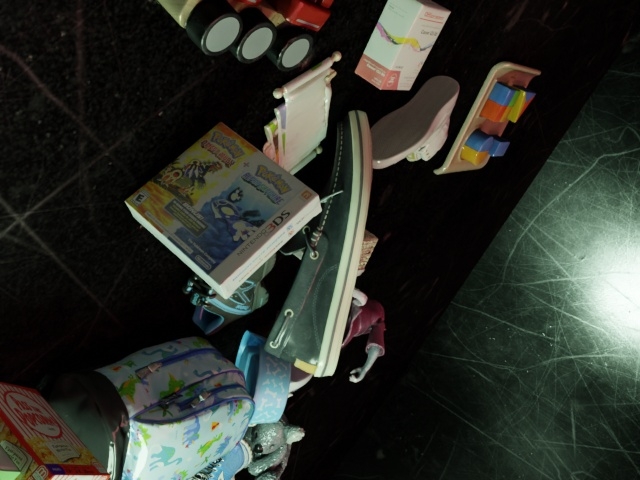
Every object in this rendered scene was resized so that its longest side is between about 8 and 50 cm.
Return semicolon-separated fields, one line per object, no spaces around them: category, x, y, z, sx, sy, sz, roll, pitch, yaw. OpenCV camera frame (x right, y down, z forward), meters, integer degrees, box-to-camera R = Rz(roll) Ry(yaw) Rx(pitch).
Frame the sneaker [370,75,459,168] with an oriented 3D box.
sneaker;0.196;-0.210;1.458;0.292;0.108;0.169;-42;153;-25

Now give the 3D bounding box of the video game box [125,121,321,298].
video game box;-0.135;-0.049;0.937;0.187;0.205;0.048;-43;155;-20

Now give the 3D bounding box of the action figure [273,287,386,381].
action figure;0.058;0.180;1.667;0.370;0.248;0.275;0;119;-54

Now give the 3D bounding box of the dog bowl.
dog bowl;-0.128;0.292;1.432;0.297;0.074;0.165;-168;-89;-77

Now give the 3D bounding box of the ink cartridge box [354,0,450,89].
ink cartridge box;0.153;-0.367;1.182;0.115;0.067;0.198;-18;140;-53

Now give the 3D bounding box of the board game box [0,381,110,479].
board game box;-0.403;0.278;0.943;0.045;0.193;0.147;-49;159;-7

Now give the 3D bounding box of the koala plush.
koala plush;-0.150;0.554;1.899;0.203;0.196;0.221;-43;159;-50

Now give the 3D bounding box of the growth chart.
growth chart;-0.039;-0.191;1.146;0.172;0.021;0.237;-36;154;-32

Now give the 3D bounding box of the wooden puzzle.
wooden puzzle;0.485;-0.323;1.879;0.322;0.080;0.347;-14;138;-56

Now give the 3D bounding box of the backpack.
backpack;-0.290;0.316;1.200;0.355;0.273;0.290;-35;148;-64

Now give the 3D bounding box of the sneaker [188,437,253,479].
sneaker;-0.283;0.601;1.769;0.147;0.130;0.330;-31;151;-46

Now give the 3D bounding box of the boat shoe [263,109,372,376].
boat shoe;0.000;0.000;1.248;0.187;0.156;0.500;-44;146;-86

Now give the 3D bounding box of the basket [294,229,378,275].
basket;0.039;0.013;1.499;0.167;0.113;0.103;-1;123;-62

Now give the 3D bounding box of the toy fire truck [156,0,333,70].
toy fire truck;-0.060;-0.342;0.742;0.246;0.158;0.217;-50;160;25

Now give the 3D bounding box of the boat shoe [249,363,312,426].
boat shoe;-0.166;0.385;1.650;0.367;0.136;0.156;-22;144;-45

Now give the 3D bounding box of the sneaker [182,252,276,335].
sneaker;-0.162;0.055;1.155;0.140;0.125;0.340;-38;154;-26

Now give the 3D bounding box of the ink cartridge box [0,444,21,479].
ink cartridge box;-0.512;0.311;0.825;0.219;0.160;0.092;-48;157;-9
